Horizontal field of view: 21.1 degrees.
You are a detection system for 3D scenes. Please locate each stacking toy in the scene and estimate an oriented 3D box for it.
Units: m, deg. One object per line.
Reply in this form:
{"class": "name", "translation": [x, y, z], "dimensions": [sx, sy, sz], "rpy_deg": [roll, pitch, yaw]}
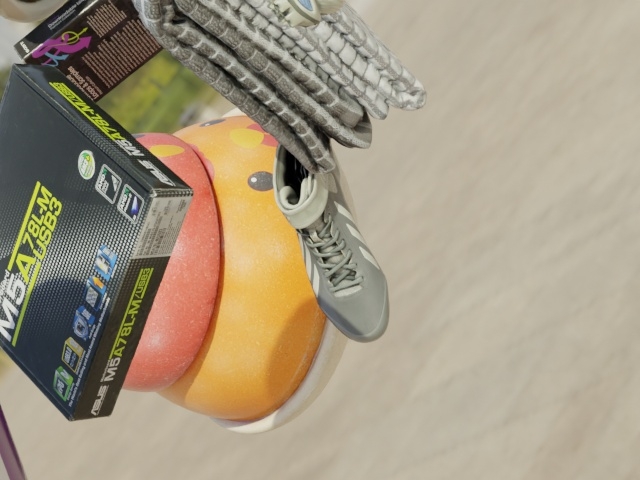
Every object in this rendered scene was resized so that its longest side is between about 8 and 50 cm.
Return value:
{"class": "stacking toy", "translation": [-0.231, 0.021, 1.706], "dimensions": [0.351, 0.480, 0.350], "rpy_deg": [-6, 83, 54]}

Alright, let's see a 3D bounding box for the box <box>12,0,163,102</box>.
{"class": "box", "translation": [-0.211, -0.206, 1.704], "dimensions": [0.162, 0.029, 0.116], "rpy_deg": [-39, -33, 0]}

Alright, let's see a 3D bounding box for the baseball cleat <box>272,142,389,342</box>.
{"class": "baseball cleat", "translation": [0.000, 0.000, 1.559], "dimensions": [0.072, 0.206, 0.109], "rpy_deg": [-23, -4, 18]}

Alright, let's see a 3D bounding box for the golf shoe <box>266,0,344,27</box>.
{"class": "golf shoe", "translation": [-0.034, -0.208, 0.973], "dimensions": [0.086, 0.176, 0.069], "rpy_deg": [-38, 18, 1]}

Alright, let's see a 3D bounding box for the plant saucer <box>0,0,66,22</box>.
{"class": "plant saucer", "translation": [-0.294, -0.412, 1.640], "dimensions": [0.400, 0.101, 0.400], "rpy_deg": [10, -90, -79]}

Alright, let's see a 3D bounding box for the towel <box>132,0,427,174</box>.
{"class": "towel", "translation": [-0.069, -0.202, 1.459], "dimensions": [0.121, 0.284, 0.235], "rpy_deg": [-45, 40, 9]}

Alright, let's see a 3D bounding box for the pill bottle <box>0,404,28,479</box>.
{"class": "pill bottle", "translation": [-0.281, 0.092, 0.982], "dimensions": [0.182, 0.323, 0.181], "rpy_deg": [-9, 31, 6]}

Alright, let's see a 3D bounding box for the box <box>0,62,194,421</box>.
{"class": "box", "translation": [-0.183, 0.000, 1.216], "dimensions": [0.045, 0.184, 0.190], "rpy_deg": [-4, -55, -47]}
